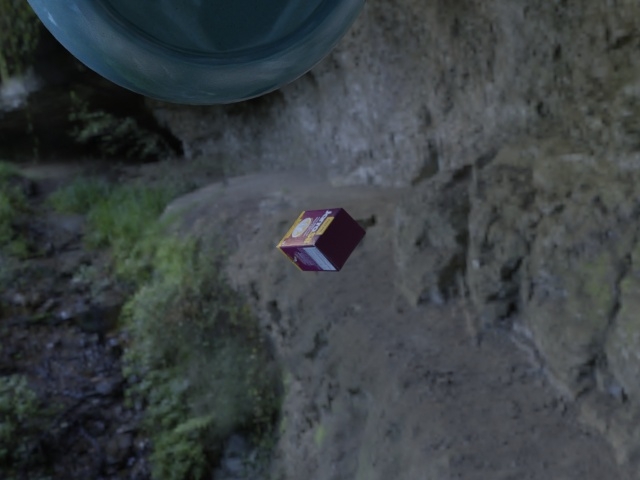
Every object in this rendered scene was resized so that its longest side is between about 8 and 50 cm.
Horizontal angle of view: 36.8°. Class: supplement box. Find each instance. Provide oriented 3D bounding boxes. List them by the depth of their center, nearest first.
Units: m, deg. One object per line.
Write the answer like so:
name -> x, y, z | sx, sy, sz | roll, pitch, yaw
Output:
supplement box -> 0.000, 0.000, 1.023 | 0.055, 0.043, 0.083 | -54, 24, -22

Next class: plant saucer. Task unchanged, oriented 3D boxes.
plant saucer -> -0.083, -0.261, 0.738 | 0.317, 0.317, 0.044 | -13, 19, -20
